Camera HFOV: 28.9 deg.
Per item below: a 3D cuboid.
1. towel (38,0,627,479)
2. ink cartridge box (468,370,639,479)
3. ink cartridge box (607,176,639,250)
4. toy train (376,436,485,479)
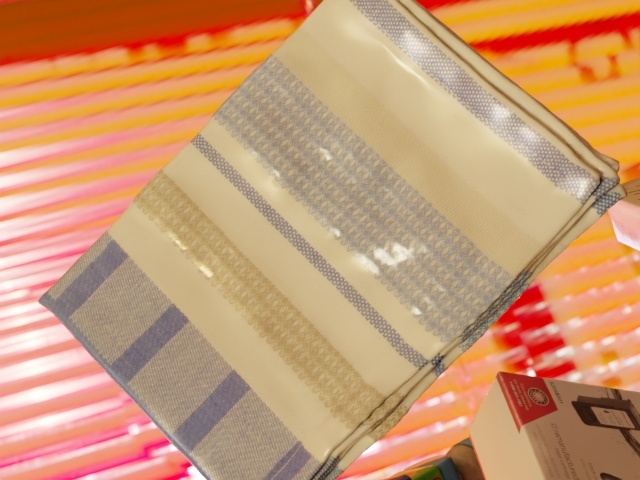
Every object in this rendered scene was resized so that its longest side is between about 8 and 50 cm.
[{"bbox_3d":[0.000,0.000,0.698,0.285,0.209,0.034,-45,-18,0],"label":"towel"},{"bbox_3d":[0.189,0.152,0.830,0.150,0.109,0.063,9,-57,-18],"label":"ink cartridge box"},{"bbox_3d":[0.281,-0.022,0.894,0.097,0.046,0.207,-21,9,0],"label":"ink cartridge box"},{"bbox_3d":[0.133,0.301,1.068,0.143,0.248,0.105,-22,-2,-42],"label":"toy train"}]
